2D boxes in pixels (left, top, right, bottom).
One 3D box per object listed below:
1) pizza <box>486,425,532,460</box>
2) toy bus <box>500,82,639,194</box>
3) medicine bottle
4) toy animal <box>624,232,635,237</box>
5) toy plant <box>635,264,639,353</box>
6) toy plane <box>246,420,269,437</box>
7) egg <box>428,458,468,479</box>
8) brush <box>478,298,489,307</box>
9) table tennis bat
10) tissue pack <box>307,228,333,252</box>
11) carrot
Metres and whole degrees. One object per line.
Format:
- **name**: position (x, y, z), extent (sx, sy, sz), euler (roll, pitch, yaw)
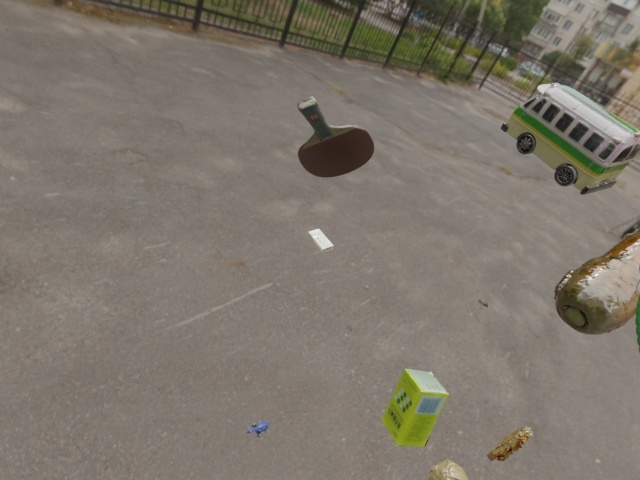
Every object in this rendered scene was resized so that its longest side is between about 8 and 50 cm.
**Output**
- **pizza**: position (0.818, 0.881, 1.732), extent (0.058, 0.246, 0.127), euler (48, 17, 27)
- **toy bus**: position (0.654, -0.281, 1.058), extent (0.143, 0.178, 0.305), euler (-14, 52, -25)
- **medicine bottle**: position (0.349, 0.622, 1.493), extent (0.141, 0.249, 0.137), euler (16, 13, -24)
- **toy animal**: position (0.867, -0.056, 0.961), extent (0.104, 0.185, 0.184), euler (35, 0, -23)
- **toy plant**: position (0.501, 0.123, 0.564), extent (0.088, 0.239, 0.155), euler (-5, 8, 28)
- **toy plane**: position (-0.238, 0.717, 1.539), extent (0.054, 0.062, 0.167), euler (52, 7, 25)
- **egg**: position (0.382, 0.722, 1.197), extent (0.116, 0.140, 0.118), euler (41, 78, 5)
- **brush**: position (0.648, 0.250, 1.604), extent (0.013, 0.016, 0.083), euler (-3, 6, -3)
- **table tennis bat**: position (0.020, -0.192, 0.791), extent (0.274, 0.154, 0.021), euler (40, 33, -65)
- **tissue pack**: position (0.000, 0.000, 1.599), extent (0.056, 0.023, 0.108), euler (-16, 51, -31)
- **carrot**: position (0.625, 0.077, 0.823), extent (0.302, 0.138, 0.138), euler (-31, 52, -3)
